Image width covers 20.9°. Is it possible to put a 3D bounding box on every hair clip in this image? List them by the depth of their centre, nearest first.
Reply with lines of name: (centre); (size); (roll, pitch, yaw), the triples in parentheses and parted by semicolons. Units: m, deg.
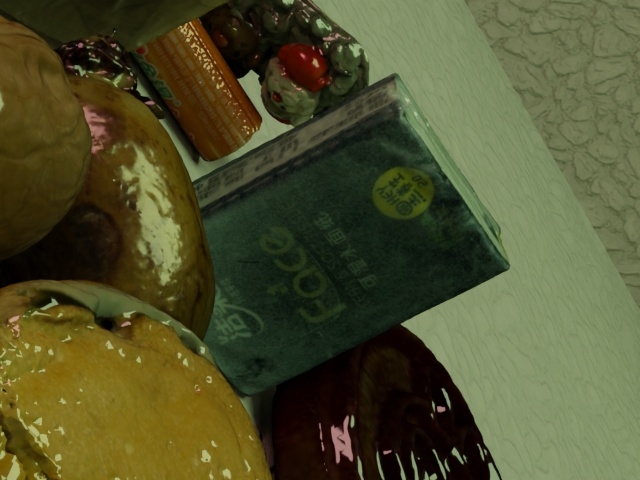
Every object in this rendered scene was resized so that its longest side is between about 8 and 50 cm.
hair clip: (-0.087, -0.222, 1.650); (0.321, 0.091, 0.138); (46, -31, 17)

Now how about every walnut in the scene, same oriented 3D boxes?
walnut: (-0.224, -0.063, 1.010); (0.167, 0.167, 0.207); (66, 19, 6)

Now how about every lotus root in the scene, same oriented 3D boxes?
lotus root: (-0.148, 0.001, 1.168); (0.169, 0.141, 0.314); (77, -5, -71)

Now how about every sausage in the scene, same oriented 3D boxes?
sausage: (-0.141, -0.184, 1.590); (0.234, 0.071, 0.071); (56, 18, -23)

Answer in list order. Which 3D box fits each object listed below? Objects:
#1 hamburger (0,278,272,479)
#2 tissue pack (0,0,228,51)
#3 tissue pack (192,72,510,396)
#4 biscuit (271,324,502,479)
hamburger: (-0.131, 0.165, 0.962); (0.318, 0.158, 0.318); (55, 20, -31)
tissue pack: (-0.212, -0.378, 1.385); (0.293, 0.228, 0.382); (27, 42, -65)
tissue pack: (0.000, 0.000, 1.424); (0.185, 0.257, 0.081); (53, 18, -29)
biscuit: (0.091, 0.254, 1.573); (0.407, 0.091, 0.407); (51, 26, -36)
